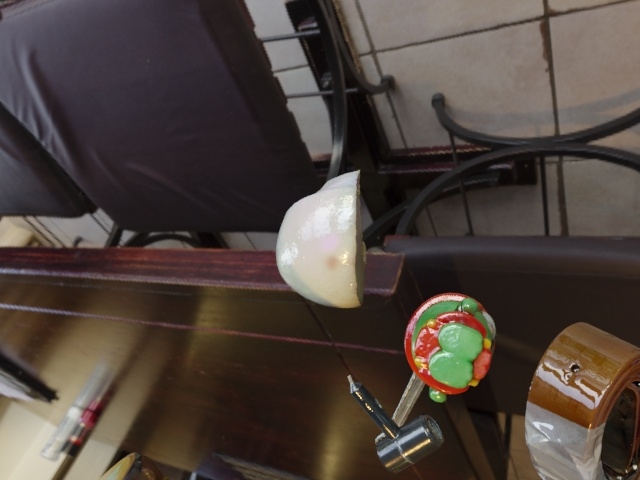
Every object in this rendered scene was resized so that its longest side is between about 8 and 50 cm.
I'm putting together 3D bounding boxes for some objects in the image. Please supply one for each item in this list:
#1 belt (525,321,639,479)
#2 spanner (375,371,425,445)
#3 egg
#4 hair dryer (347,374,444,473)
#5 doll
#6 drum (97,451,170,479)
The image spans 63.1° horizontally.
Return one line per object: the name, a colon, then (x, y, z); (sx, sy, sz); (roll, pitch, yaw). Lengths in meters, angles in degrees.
belt: (0.354, 0.234, 0.676); (0.105, 0.184, 0.261); (29, 140, 50)
spanner: (0.211, 0.387, 1.254); (0.071, 0.017, 0.302); (18, 108, -5)
egg: (-0.002, 0.014, 0.934); (0.161, 0.206, 0.271); (0, 156, 9)
hair dryer: (0.131, 0.348, 1.038); (0.124, 0.071, 0.219); (-41, 91, 18)
doll: (0.248, 0.190, 0.992); (0.160, 0.183, 0.363); (13, 179, 21)
drum: (-0.291, 0.486, 0.600); (0.214, 0.431, 0.431); (45, 142, -5)
